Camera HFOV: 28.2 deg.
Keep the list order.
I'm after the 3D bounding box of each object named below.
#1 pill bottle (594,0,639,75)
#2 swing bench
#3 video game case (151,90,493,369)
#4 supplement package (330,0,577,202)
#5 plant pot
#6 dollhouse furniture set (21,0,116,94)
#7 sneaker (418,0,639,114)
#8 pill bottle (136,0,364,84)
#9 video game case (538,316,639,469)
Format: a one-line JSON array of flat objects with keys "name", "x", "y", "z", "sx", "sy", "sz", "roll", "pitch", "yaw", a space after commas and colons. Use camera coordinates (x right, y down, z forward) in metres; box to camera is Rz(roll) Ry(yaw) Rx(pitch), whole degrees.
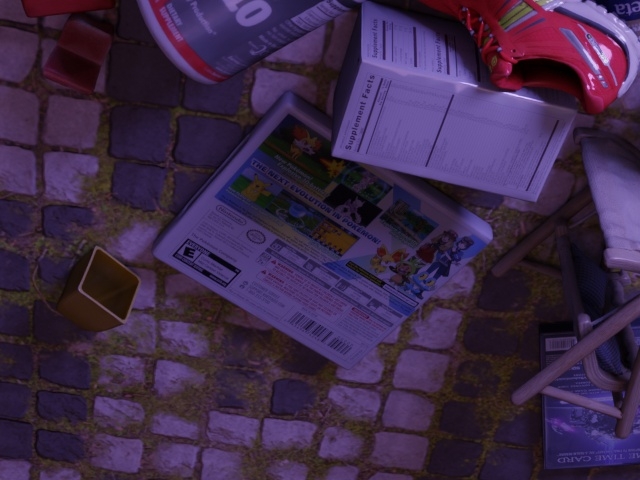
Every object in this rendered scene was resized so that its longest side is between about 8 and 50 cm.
[{"name": "pill bottle", "x": 0.335, "y": -0.266, "z": 1.368, "sx": 0.094, "sy": 0.094, "sz": 0.169, "roll": -14, "pitch": 126, "yaw": 13}, {"name": "swing bench", "x": 0.338, "y": 0.047, "z": 1.514, "sx": 0.165, "sy": 0.253, "sz": 0.254, "roll": 18, "pitch": 127, "yaw": -11}, {"name": "video game case", "x": 0.000, "y": 0.000, "z": 1.630, "sx": 0.329, "sy": 0.036, "sz": 0.300, "roll": 32, "pitch": 123, "yaw": -20}, {"name": "supplement package", "x": 0.145, "y": -0.158, "z": 1.436, "sx": 0.244, "sy": 0.134, "sz": 0.139, "roll": 13, "pitch": 129, "yaw": -8}, {"name": "plant pot", "x": -0.300, "y": 0.073, "z": 1.675, "sx": 0.083, "sy": 0.081, "sz": 0.081, "roll": -30, "pitch": 122, "yaw": 36}, {"name": "dollhouse furniture set", "x": -0.401, "y": -0.208, "z": 1.409, "sx": 0.374, "sy": 0.152, "sz": 0.201, "roll": -5, "pitch": 128, "yaw": 6}, {"name": "sneaker", "x": 0.197, "y": -0.222, "z": 1.340, "sx": 0.279, "sy": 0.118, "sz": 0.107, "roll": 28, "pitch": 166, "yaw": 16}, {"name": "pill bottle", "x": -0.039, "y": -0.293, "z": 1.321, "sx": 0.283, "sy": 0.161, "sz": 0.161, "roll": -27, "pitch": 122, "yaw": 21}, {"name": "video game case", "x": 0.409, "y": 0.219, "z": 1.791, "sx": 0.196, "sy": 0.026, "sz": 0.274, "roll": -4, "pitch": 129, "yaw": 6}]
